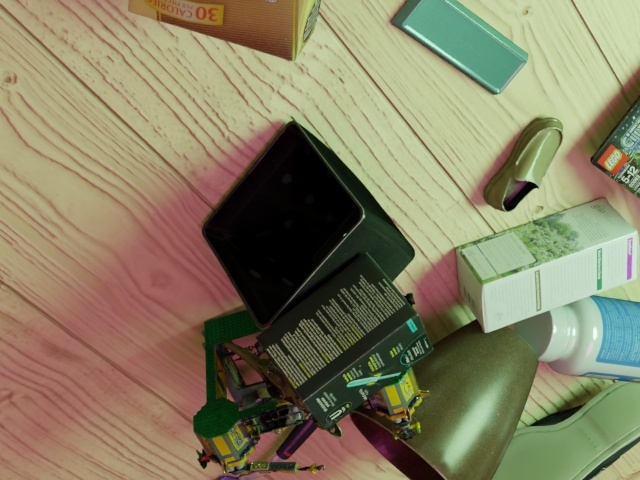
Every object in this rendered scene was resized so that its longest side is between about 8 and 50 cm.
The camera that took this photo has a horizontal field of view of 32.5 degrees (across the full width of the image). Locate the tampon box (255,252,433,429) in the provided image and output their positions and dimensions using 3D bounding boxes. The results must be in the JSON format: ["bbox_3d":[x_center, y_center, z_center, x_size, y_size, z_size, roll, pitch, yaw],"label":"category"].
[{"bbox_3d":[0.029,0.118,1.258,0.161,0.101,0.120,-36,152,-5],"label":"tampon box"}]

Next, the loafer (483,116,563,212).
[{"bbox_3d":[0.276,-0.095,1.450,0.056,0.050,0.148,17,117,-31],"label":"loafer"}]

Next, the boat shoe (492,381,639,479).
[{"bbox_3d":[0.398,0.340,1.780,0.340,0.127,0.113,-36,152,3],"label":"boat shoe"}]

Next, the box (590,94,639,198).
[{"bbox_3d":[0.489,-0.149,1.435,0.159,0.044,0.233,36,108,3],"label":"box"}]

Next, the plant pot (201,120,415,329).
[{"bbox_3d":[0.000,0.000,1.339,0.187,0.188,0.167,-49,140,16],"label":"plant pot"}]

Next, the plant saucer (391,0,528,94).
[{"bbox_3d":[0.174,-0.240,1.324,0.192,0.018,0.067,27,112,-35],"label":"plant saucer"}]

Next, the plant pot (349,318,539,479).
[{"bbox_3d":[0.196,0.226,1.539,0.230,0.215,0.215,-47,132,-15],"label":"plant pot"}]

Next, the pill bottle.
[{"bbox_3d":[0.404,0.142,1.628,0.221,0.124,0.124,9,121,-27],"label":"pill bottle"}]

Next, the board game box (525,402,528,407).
[{"bbox_3d":[0.272,0.254,1.727,0.090,0.020,0.090,-31,130,3],"label":"board game box"}]

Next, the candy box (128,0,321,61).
[{"bbox_3d":[-0.069,-0.349,1.046,0.183,0.087,0.316,18,124,5],"label":"candy box"}]

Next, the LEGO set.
[{"bbox_3d":[-0.005,0.205,1.438,0.331,0.255,0.192,-22,130,0],"label":"LEGO set"}]

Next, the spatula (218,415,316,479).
[{"bbox_3d":[-0.076,0.332,1.641,0.296,0.030,0.084,-46,129,14],"label":"spatula"}]

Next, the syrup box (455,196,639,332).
[{"bbox_3d":[0.316,0.033,1.532,0.237,0.093,0.096,-18,129,-9],"label":"syrup box"}]
